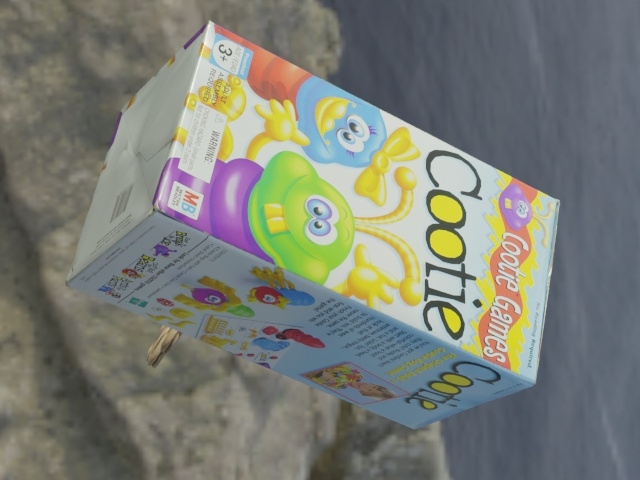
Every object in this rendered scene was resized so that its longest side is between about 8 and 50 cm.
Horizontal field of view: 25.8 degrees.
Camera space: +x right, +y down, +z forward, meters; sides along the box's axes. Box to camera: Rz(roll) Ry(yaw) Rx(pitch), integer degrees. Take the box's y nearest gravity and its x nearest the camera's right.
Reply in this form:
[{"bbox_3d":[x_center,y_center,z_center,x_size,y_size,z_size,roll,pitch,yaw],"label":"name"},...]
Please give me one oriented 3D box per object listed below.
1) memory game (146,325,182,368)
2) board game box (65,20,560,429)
[{"bbox_3d":[-0.099,0.031,1.210,0.186,0.012,0.186,-56,-174,9],"label":"memory game"},{"bbox_3d":[0.000,0.000,0.918,0.275,0.144,0.142,25,60,-22],"label":"board game box"}]
